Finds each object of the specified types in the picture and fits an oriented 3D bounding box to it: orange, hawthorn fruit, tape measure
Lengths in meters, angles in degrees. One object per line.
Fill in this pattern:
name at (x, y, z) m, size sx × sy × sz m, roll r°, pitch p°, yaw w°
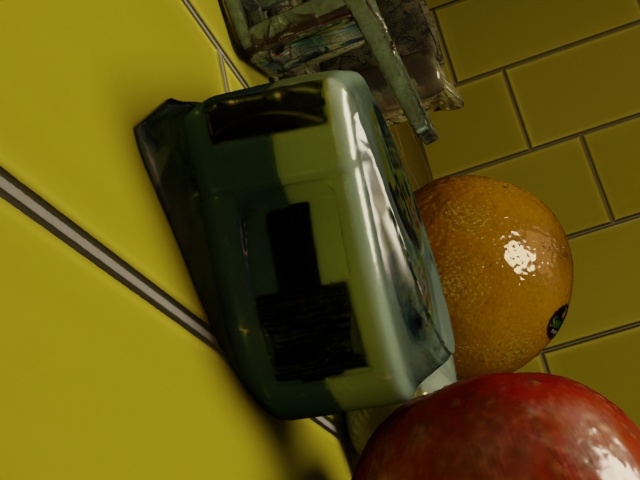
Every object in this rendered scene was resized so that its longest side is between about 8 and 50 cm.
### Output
orange at (0.198, 0.050, 1.352) m, size 0.274 × 0.274 × 0.274 m, roll -18°, pitch 90°, yaw -80°
hawthorn fruit at (0.140, 0.230, 0.724) m, size 0.284 × 0.284 × 0.284 m, roll -18°, pitch 90°, yaw -80°
tape measure at (0.000, -0.002, 0.753) m, size 0.259 × 0.138 × 0.262 m, roll -47°, pitch 119°, yaw -77°

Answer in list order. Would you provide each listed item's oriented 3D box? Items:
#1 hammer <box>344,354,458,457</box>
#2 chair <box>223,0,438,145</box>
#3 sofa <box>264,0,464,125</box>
hammer at (0.104, 0.221, 1.026) m, size 0.202 × 0.113 × 0.306 m, roll -82°, pitch 158°, yaw -61°
chair at (-0.001, -0.203, 1.036) m, size 0.136 × 0.147 × 0.271 m, roll -6°, pitch 75°, yaw -79°
sofa at (0.037, -0.252, 1.190) m, size 0.182 × 0.200 × 0.258 m, roll 53°, pitch 23°, yaw -66°
